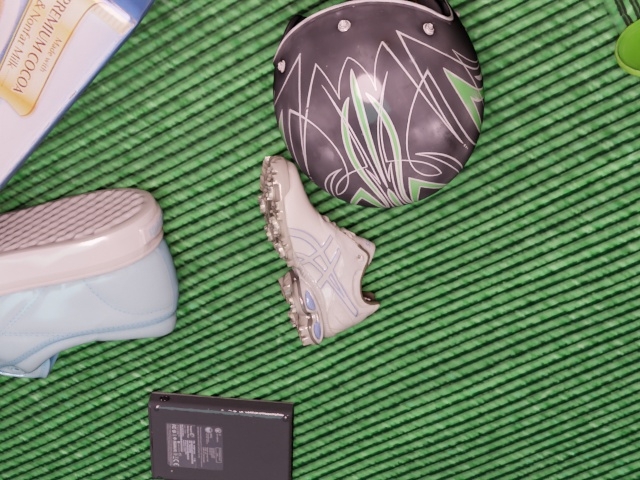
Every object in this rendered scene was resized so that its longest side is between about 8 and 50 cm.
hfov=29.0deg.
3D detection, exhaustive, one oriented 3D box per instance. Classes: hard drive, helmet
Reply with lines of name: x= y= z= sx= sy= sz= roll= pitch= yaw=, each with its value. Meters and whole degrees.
hard drive: x=-0.093 y=0.190 z=1.170 sx=0.135 sy=0.022 sz=0.094 roll=4 pitch=120 yaw=4
helmet: x=0.042 y=-0.106 z=0.905 sx=0.170 sy=0.161 sz=0.169 roll=3 pitch=120 yaw=5

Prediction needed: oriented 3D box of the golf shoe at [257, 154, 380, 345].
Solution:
golf shoe: x=0.000 y=0.000 z=1.040 sx=0.086 sy=0.069 sz=0.176 roll=-18 pitch=121 yaw=-7

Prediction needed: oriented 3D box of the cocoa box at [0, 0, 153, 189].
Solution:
cocoa box: x=-0.289 y=-0.144 z=0.880 sx=0.228 sy=0.231 sz=0.347 roll=39 pitch=117 yaw=-15

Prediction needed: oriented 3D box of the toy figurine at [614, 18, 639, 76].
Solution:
toy figurine: x=0.308 y=-0.075 z=0.928 sx=0.130 sy=0.173 sz=0.159 roll=-42 pitch=134 yaw=-14

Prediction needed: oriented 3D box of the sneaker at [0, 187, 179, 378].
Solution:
sneaker: x=-0.296 y=0.066 z=1.059 sx=0.366 sy=0.135 sz=0.150 roll=-9 pitch=115 yaw=13
